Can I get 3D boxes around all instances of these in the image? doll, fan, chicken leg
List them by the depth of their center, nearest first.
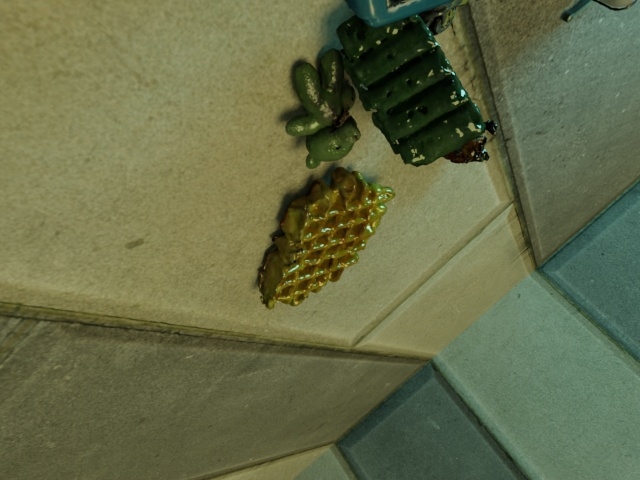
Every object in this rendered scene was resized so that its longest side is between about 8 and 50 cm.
[{"bbox_3d":[0.010,-0.163,0.599,0.115,0.078,0.150,-41,141,-19],"label":"doll"},{"bbox_3d":[0.494,-0.441,0.803,0.193,0.016,0.038,-39,148,-2],"label":"fan"},{"bbox_3d":[0.250,-0.190,0.829,0.234,0.063,0.105,9,121,-52],"label":"chicken leg"}]

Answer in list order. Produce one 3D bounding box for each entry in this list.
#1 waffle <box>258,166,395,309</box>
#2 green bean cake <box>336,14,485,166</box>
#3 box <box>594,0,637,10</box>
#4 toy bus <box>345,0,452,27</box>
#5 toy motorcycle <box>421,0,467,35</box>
[{"bbox_3d":[-0.001,-0.001,0.815,0.309,0.065,0.283,-43,153,1],"label":"waffle"},{"bbox_3d":[0.112,-0.203,0.599,0.107,0.193,0.208,-32,-169,21],"label":"green bean cake"},{"bbox_3d":[0.431,-0.489,0.577,0.190,0.112,0.370,-42,153,5],"label":"box"},{"bbox_3d":[0.025,-0.261,0.303,0.134,0.246,0.113,-26,151,0],"label":"toy bus"},{"bbox_3d":[0.176,-0.334,0.548,0.193,0.061,0.124,-47,158,29],"label":"toy motorcycle"}]
